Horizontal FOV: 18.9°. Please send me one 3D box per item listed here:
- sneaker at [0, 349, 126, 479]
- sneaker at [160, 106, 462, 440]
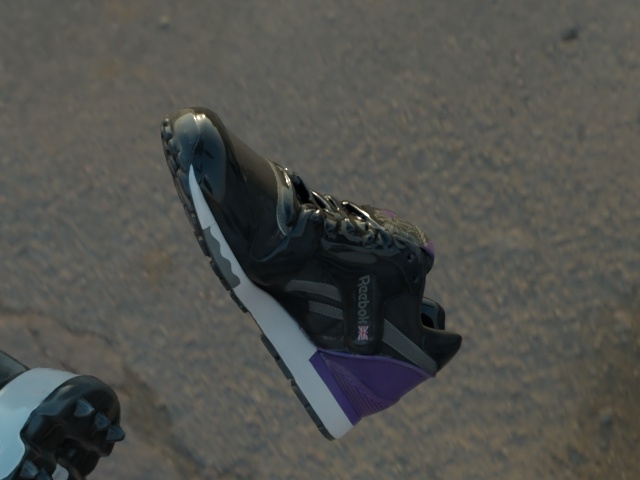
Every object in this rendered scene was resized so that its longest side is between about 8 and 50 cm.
[{"bbox_3d":[-0.164,0.123,0.596,0.106,0.078,0.234,28,77,20],"label":"sneaker"},{"bbox_3d":[0.000,0.000,1.222,0.124,0.283,0.107,-28,44,4],"label":"sneaker"}]
